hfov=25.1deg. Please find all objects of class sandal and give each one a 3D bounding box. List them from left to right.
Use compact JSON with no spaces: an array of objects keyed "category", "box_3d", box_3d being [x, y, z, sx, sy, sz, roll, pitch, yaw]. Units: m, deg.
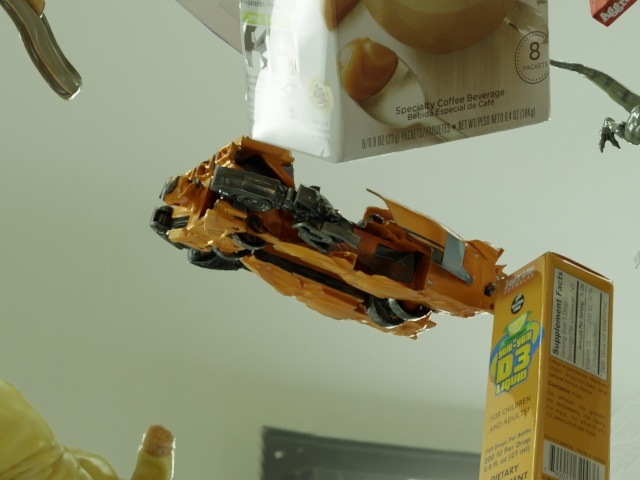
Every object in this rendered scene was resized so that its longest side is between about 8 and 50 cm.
[{"category":"sandal","box_3d":[-0.207,-0.184,1.018,0.049,0.072,0.180,-27,-66,2]}]

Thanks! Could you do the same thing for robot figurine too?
[{"category":"robot figurine","box_3d":[0.000,0.000,1.222,0.291,0.211,0.085,25,-114,-21]}]

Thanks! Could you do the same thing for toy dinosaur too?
[{"category":"toy dinosaur","box_3d":[0.357,-0.124,1.563,0.268,0.118,0.064,31,-102,16]}]

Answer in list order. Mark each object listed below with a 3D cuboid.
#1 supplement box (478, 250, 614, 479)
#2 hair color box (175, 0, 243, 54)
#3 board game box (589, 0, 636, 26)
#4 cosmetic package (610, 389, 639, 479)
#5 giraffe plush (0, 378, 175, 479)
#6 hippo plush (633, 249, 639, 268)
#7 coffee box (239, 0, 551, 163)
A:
[{"category":"supplement box","box_3d":[0.176,0.128,1.116,0.080,0.078,0.233,27,-128,-21]},{"category":"hair color box","box_3d":[-0.026,-0.254,1.306,0.185,0.339,0.110,-47,-117,6]},{"category":"board game box","box_3d":[0.333,-0.364,1.530,0.027,0.145,0.281,29,-139,-25]},{"category":"cosmetic package","box_3d":[0.382,0.181,1.394,0.377,0.284,0.097,-37,-93,-20]},{"category":"giraffe plush","box_3d":[-0.164,0.181,0.700,0.210,0.181,0.170,18,-129,-29]},{"category":"hippo plush","box_3d":[0.545,0.004,1.768,0.236,0.294,0.234,46,-142,19]},{"category":"coffee box","box_3d":[0.035,-0.177,0.752,0.141,0.098,0.246,-14,-72,-29]}]
